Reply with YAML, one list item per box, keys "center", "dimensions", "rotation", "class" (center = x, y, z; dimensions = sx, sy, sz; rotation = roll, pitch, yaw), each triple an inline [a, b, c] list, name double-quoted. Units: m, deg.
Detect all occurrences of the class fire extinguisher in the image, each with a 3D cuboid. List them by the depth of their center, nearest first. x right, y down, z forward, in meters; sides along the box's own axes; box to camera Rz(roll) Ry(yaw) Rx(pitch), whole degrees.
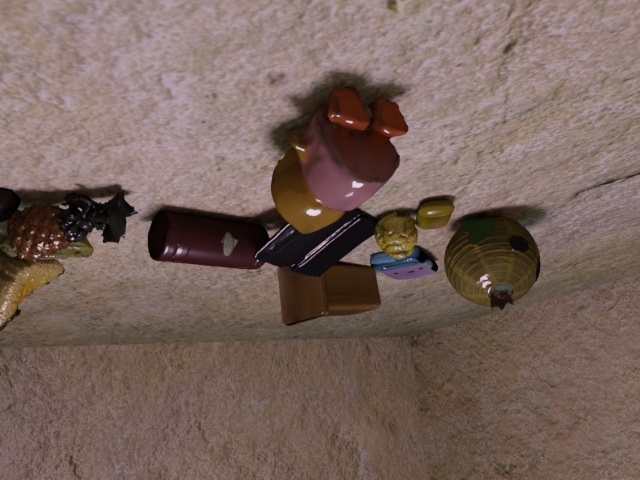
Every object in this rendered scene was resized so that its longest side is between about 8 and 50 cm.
- center: [-0.222, 0.001, 1.366]
  dimensions: [0.337, 0.114, 0.135]
  rotation: [9, 131, -39]
  class: "fire extinguisher"

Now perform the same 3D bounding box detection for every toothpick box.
- center: [0.039, 0.166, 1.888]
  dimensions: [0.187, 0.190, 0.308]
  rotation: [-23, 160, 40]
  class: "toothpick box"

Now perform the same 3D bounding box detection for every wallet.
- center: [0.000, 0.000, 1.428]
  dimensions: [0.247, 0.041, 0.323]
  rotation: [-38, 151, 19]
  class: "wallet"

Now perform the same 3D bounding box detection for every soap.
- center: [0.277, -0.064, 1.415]
  dimensions: [0.089, 0.045, 0.140]
  rotation: [-10, 162, 0]
  class: "soap"

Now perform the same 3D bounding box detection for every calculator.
- center: [0.275, 0.076, 1.873]
  dimensions: [0.173, 0.051, 0.293]
  rotation: [-12, 162, 24]
  class: "calculator"

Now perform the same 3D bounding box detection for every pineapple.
- center: [-0.480, -0.034, 1.143]
  dimensions: [0.237, 0.111, 0.119]
  rotation: [-16, 125, -1]
  class: "pineapple"

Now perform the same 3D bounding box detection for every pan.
- center: [-0.681, -0.054, 1.136]
  dimensions: [0.202, 0.048, 0.128]
  rotation: [-17, 161, 36]
  class: "pan"

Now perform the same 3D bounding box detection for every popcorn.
- center: [0.192, -0.014, 1.444]
  dimensions: [0.106, 0.116, 0.120]
  rotation: [-44, 180, -12]
  class: "popcorn"

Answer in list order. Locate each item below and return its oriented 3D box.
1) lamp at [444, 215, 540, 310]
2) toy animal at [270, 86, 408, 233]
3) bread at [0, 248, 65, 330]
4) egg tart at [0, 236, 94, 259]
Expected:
- center: [0.448, 0.070, 1.516]
  dimensions: [0.250, 0.284, 0.250]
  rotation: [3, 130, 3]
  class: "lamp"
- center: [0.013, -0.113, 0.954]
  dimensions: [0.195, 0.169, 0.281]
  rotation: [9, 158, -31]
  class: "toy animal"
- center: [-0.734, 0.080, 1.333]
  dimensions: [0.174, 0.252, 0.133]
  rotation: [22, 134, 13]
  class: "bread"
- center: [-0.602, -0.002, 1.288]
  dimensions: [0.197, 0.078, 0.197]
  rotation: [-3, 166, -1]
  class: "egg tart"
